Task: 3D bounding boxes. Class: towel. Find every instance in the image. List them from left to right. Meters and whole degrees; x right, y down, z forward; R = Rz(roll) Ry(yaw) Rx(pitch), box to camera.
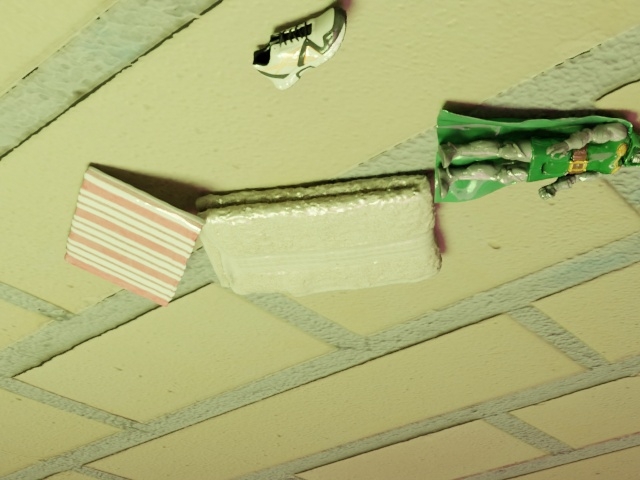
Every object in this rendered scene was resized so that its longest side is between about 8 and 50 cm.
[{"bbox_3d":[-0.220,-0.002,1.054,0.144,0.029,0.197,25,142,-6],"label":"towel"},{"bbox_3d":[0.000,0.000,1.073,0.282,0.049,0.187,-6,147,7],"label":"towel"}]

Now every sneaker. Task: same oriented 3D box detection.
[{"bbox_3d":[-0.020,-0.175,0.810,0.043,0.040,0.109,26,138,-33],"label":"sneaker"}]

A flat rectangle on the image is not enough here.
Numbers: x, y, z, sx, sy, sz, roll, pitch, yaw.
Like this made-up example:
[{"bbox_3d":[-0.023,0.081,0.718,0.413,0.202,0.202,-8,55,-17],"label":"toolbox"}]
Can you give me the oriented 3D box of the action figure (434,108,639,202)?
[{"bbox_3d":[0.239,-0.087,0.942,0.232,0.063,0.137,-6,144,0],"label":"action figure"}]
